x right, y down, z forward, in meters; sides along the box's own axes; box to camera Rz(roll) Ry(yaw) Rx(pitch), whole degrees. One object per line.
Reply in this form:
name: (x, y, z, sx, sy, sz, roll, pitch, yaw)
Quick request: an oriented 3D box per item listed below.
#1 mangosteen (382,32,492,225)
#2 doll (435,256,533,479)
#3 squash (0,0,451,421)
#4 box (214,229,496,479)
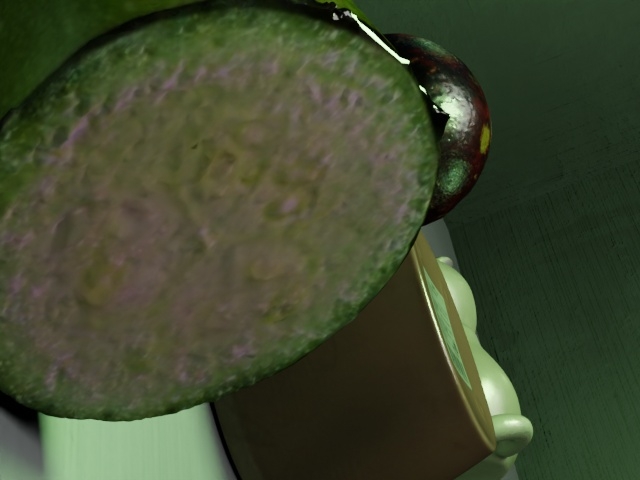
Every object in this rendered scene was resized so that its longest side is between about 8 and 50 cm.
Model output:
mangosteen: (0.089, -0.175, 2.113, 0.359, 0.306, 0.306, 28, 38, -45)
doll: (0.139, 0.183, 1.870, 0.215, 0.226, 0.370, 18, 34, -39)
squash: (-0.129, -0.097, 0.884, 0.309, 0.310, 0.310, 54, -3, 41)
box: (0.030, 0.124, 1.341, 0.301, 0.216, 0.301, -19, 90, -79)
